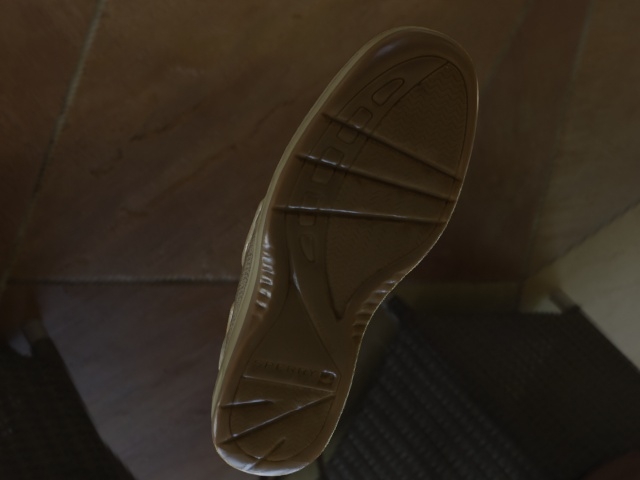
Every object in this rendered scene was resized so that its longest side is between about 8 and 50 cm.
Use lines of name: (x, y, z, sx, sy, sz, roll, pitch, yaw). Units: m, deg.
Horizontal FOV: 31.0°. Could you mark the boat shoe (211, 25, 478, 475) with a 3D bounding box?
boat shoe: (0.000, 0.000, 0.822, 0.122, 0.110, 0.341, 20, 108, -17)
